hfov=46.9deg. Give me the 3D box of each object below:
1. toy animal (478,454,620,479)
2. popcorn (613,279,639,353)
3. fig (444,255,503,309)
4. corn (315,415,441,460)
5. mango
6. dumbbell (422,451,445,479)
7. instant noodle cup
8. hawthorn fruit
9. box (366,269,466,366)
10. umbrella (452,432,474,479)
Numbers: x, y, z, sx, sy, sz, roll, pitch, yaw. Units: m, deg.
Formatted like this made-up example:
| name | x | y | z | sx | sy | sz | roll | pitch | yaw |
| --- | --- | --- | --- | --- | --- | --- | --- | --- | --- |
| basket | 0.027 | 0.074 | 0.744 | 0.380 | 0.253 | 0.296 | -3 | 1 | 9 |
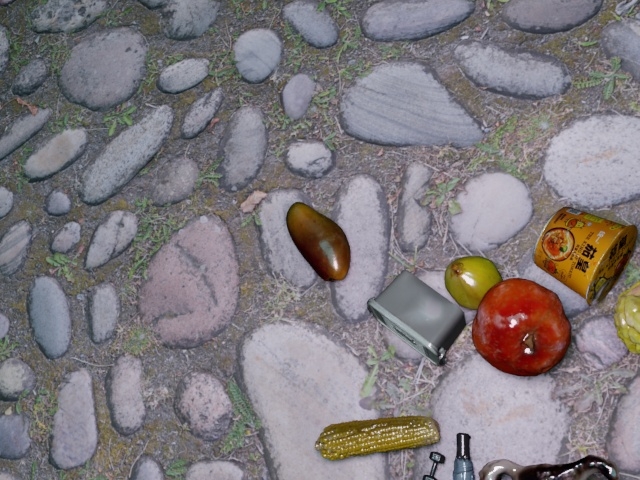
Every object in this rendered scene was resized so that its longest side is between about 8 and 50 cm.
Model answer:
| name | x | y | z | sx | sy | sz | roll | pitch | yaw |
| --- | --- | --- | --- | --- | --- | --- | --- | --- | --- |
| toy animal | 0.502 | 0.652 | 1.633 | 0.303 | 0.194 | 0.344 | 0 | 69 | 15 |
| popcorn | 0.792 | 0.166 | 1.673 | 0.259 | 0.212 | 0.259 | -3 | 80 | 17 |
| fig | 0.389 | 0.107 | 1.884 | 0.153 | 0.120 | 0.135 | 14 | 72 | -1 |
| corn | 0.141 | 0.494 | 1.861 | 0.320 | 0.097 | 0.096 | -11 | 70 | 15 |
| mango | 0.000 | 0.000 | 2.057 | 0.133 | 0.111 | 0.267 | -45 | 65 | 19 |
| dumbbell | 0.279 | 0.563 | 1.820 | 0.036 | 0.040 | 0.083 | 5 | 73 | 53 |
| instant noodle cup | 0.631 | 0.025 | 1.780 | 0.172 | 0.216 | 0.215 | 32 | 86 | 34 |
| hawthorn fruit | 0.477 | 0.214 | 1.726 | 0.242 | 0.272 | 0.241 | 1 | 95 | 7 |
| box | 0.252 | 0.193 | 1.887 | 0.243 | 0.163 | 0.135 | 35 | 79 | 26 |
| umbrella | 0.344 | 0.592 | 1.778 | 0.052 | 0.053 | 0.250 | -4 | 73 | 20 |
